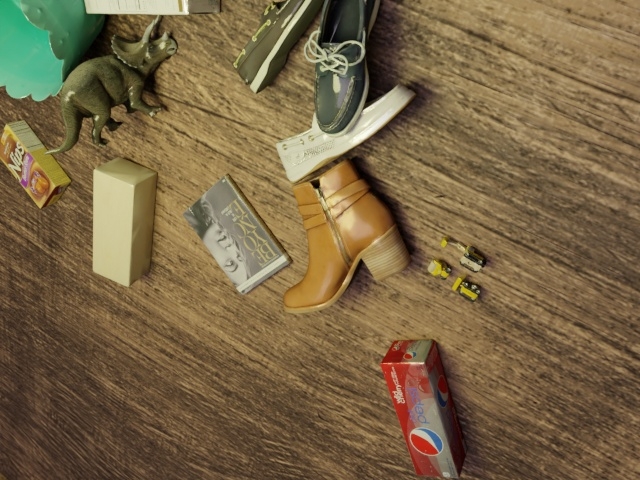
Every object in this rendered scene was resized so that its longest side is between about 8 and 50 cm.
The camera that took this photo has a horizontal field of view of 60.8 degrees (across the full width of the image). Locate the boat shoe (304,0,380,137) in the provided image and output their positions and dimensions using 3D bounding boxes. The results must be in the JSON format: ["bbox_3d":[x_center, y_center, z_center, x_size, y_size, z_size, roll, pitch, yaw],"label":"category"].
[{"bbox_3d":[0.031,-0.283,0.805,0.095,0.079,0.255,19,98,27],"label":"boat shoe"}]

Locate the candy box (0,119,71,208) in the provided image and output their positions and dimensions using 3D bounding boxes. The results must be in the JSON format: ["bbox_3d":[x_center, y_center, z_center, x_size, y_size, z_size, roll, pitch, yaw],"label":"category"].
[{"bbox_3d":[-0.704,-0.184,1.329,0.109,0.053,0.187,-36,92,37],"label":"candy box"}]

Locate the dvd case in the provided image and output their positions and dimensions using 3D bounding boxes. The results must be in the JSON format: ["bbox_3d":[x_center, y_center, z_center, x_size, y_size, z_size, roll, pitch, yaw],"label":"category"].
[{"bbox_3d":[-0.179,-0.007,1.144,0.164,0.018,0.221,-34,94,36],"label":"dvd case"}]

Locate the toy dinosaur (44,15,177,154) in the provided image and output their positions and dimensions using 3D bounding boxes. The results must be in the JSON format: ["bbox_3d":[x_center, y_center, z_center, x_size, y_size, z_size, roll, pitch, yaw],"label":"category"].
[{"bbox_3d":[-0.409,-0.281,1.028,0.121,0.313,0.160,31,153,44],"label":"toy dinosaur"}]

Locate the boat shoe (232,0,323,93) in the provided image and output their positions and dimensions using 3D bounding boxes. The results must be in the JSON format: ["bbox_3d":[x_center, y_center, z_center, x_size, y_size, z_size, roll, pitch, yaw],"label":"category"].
[{"bbox_3d":[-0.071,-0.342,0.884,0.068,0.081,0.228,44,129,-1],"label":"boat shoe"}]

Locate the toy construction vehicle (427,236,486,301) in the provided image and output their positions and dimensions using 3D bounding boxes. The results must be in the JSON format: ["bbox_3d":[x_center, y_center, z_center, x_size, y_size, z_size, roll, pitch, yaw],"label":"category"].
[{"bbox_3d":[0.240,0.047,0.933,0.098,0.035,0.086,30,135,16],"label":"toy construction vehicle"}]

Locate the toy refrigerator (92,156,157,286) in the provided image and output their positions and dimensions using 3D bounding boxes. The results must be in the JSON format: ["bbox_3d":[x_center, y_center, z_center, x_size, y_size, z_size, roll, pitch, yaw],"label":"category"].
[{"bbox_3d":[-0.441,-0.040,1.230,0.102,0.094,0.270,21,123,11],"label":"toy refrigerator"}]

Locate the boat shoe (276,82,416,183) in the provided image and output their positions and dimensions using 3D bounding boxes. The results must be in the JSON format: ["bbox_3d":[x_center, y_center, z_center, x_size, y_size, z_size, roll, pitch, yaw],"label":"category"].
[{"bbox_3d":[0.025,-0.190,0.893,0.277,0.098,0.096,-27,99,37],"label":"boat shoe"}]

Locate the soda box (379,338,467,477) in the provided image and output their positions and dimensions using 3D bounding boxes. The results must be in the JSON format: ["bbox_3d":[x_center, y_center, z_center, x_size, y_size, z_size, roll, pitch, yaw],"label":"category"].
[{"bbox_3d":[0.202,0.324,1.051,0.092,0.083,0.263,-9,108,31],"label":"soda box"}]

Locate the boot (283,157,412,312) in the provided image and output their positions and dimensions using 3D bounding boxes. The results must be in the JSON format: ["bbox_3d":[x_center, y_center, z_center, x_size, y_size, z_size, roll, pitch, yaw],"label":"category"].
[{"bbox_3d":[0.000,0.000,0.990,0.283,0.109,0.220,-27,99,33],"label":"boot"}]

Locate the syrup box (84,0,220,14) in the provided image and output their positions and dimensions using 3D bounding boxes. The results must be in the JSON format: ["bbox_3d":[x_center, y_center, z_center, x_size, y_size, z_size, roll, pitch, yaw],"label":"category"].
[{"bbox_3d":[-0.299,-0.446,0.953,0.236,0.093,0.096,11,117,25],"label":"syrup box"}]

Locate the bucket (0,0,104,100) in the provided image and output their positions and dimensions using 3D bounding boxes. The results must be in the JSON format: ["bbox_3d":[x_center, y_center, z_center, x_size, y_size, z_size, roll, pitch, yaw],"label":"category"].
[{"bbox_3d":[-0.552,-0.417,0.995,0.281,0.183,0.281,15,148,9],"label":"bucket"}]
